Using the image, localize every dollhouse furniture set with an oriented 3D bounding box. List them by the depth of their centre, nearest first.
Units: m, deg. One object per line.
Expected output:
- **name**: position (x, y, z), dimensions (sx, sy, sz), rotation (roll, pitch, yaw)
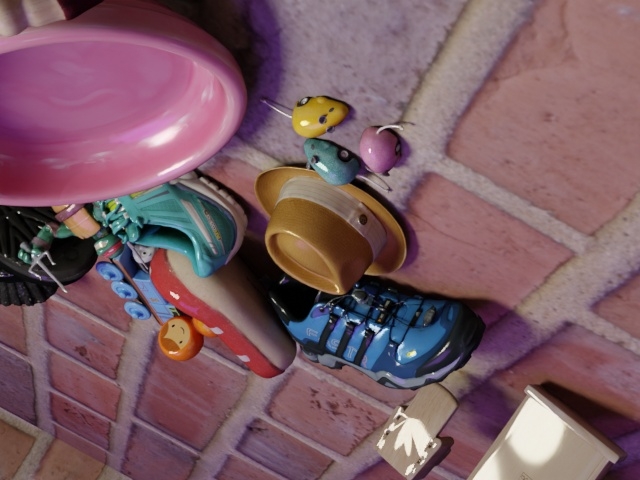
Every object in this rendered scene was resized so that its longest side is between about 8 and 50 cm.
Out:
- **dollhouse furniture set**: position (0.287, 0.285, 1.380), dimensions (0.286, 0.198, 0.303), rotation (39, -168, 28)

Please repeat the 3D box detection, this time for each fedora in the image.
- **fedora**: position (0.000, 0.000, 1.136), dimensions (0.194, 0.079, 0.194), rotation (22, 153, 12)

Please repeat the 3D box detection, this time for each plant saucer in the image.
- **plant saucer**: position (-0.239, -0.137, 0.973), dimensions (0.332, 0.084, 0.332), rotation (-12, 160, -4)

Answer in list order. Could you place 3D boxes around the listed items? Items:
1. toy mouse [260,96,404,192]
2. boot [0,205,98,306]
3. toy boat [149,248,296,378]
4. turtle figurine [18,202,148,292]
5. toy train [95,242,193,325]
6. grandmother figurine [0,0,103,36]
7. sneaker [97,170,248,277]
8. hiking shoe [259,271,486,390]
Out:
- **toy mouse**: position (0.029, -0.083, 1.016), dimensions (0.161, 0.031, 0.143), rotation (4, 144, 39)
- **boot**: position (-0.440, 0.024, 1.528), dimensions (0.348, 0.131, 0.260), rotation (27, 148, 27)
- **toy boat**: position (-0.146, 0.101, 1.332), dimensions (0.231, 0.151, 0.151), rotation (50, -171, -35)
- **turtle figurine**: position (-0.327, -0.036, 1.335), dimensions (0.175, 0.118, 0.234), rotation (-35, 103, 24)
- **toy train**: position (-0.243, 0.053, 1.467), dimensions (0.105, 0.080, 0.184), rotation (4, 143, 23)
- **grandmother figurine**: position (-0.204, -0.250, 0.768), dimensions (0.342, 0.208, 0.104), rotation (1, 179, -2)
- **sneaker**: position (-0.220, -0.054, 1.216), dimensions (0.275, 0.110, 0.107), rotation (29, 153, 1)
- **hiking shoe**: position (0.052, 0.098, 1.219), dimensions (0.304, 0.113, 0.132), rotation (-4, 140, 47)
